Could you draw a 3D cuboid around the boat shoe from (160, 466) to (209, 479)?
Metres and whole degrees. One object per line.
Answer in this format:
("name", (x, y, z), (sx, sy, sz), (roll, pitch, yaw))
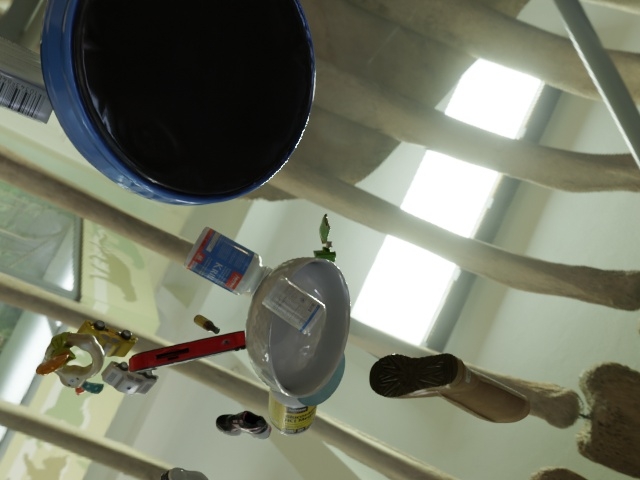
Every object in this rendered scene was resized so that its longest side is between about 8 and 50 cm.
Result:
("boat shoe", (-0.289, 0.522, 1.079), (0.038, 0.125, 0.046), (-27, -134, 21))

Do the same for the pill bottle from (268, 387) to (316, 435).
("pill bottle", (-0.097, 0.567, 1.863), (0.188, 0.188, 0.334), (-102, -166, -44))

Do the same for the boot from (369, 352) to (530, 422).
("boot", (0.271, 0.324, 1.061), (0.236, 0.269, 0.089), (-15, -128, 44))

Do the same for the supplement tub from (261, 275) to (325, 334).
("supplement tub", (-0.051, 0.125, 0.968), (0.071, 0.107, 0.071), (-55, 177, -4))

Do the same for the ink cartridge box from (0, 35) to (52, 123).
("ink cartridge box", (-0.626, -0.326, 0.829), (0.330, 0.324, 0.071), (41, -74, 49))

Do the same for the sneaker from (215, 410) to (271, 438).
("sneaker", (-0.239, 0.551, 1.540), (0.178, 0.077, 0.072), (-1, -146, 14))

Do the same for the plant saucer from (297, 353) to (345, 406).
("plant saucer", (-0.011, 0.367, 1.412), (0.037, 0.195, 0.195), (15, -101, 46))

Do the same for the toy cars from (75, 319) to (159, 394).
("toy cars", (-0.698, 0.426, 1.728), (0.177, 0.393, 0.087), (-14, -143, -4))

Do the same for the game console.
("game console", (-0.410, 0.375, 1.648), (0.342, 0.387, 0.060), (118, -39, -70))

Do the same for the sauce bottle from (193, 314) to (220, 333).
("sauce bottle", (-0.426, 0.318, 1.885), (0.128, 0.042, 0.042), (21, -96, 37))

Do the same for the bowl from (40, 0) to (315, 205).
("bowl", (-0.168, -0.238, 0.703), (0.077, 0.391, 0.391), (20, -97, 48))

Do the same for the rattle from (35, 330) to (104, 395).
("rattle", (-0.547, 0.313, 1.109), (0.143, 0.130, 0.199), (-129, -136, -54))

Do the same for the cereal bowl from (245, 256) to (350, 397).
("cereal bowl", (-0.068, 0.203, 1.228), (0.141, 0.339, 0.339), (4, -112, 34))

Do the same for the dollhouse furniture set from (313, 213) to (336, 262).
("dollhouse furniture set", (0.000, 0.000, 1.433), (0.076, 0.059, 0.151), (101, -19, -48))

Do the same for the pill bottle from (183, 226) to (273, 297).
("pill bottle", (-0.232, 0.067, 1.311), (0.124, 0.221, 0.124), (-57, -168, 19))
